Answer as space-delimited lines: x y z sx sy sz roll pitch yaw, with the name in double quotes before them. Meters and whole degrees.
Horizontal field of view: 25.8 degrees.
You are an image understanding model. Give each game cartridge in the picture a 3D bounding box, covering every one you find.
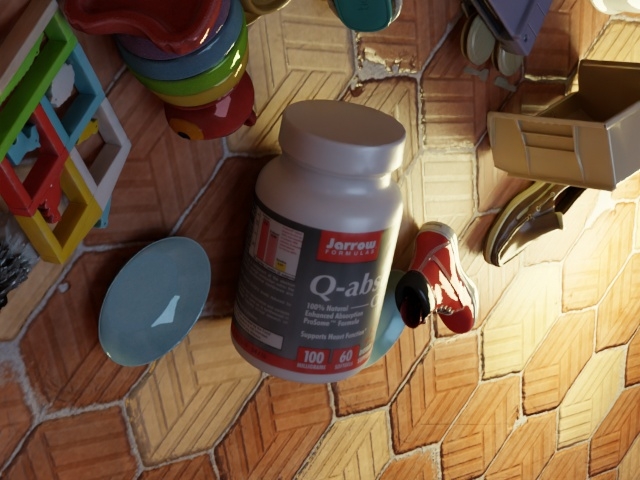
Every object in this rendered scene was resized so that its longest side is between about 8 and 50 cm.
"game cartridge" 0.281 -0.458 2.073 0.230 0.068 0.355 -62 146 -8

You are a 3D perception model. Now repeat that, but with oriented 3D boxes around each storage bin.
"storage bin" 0.457 -0.201 2.345 0.262 0.260 0.123 -31 119 -35

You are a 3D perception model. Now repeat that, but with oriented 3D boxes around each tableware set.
"tableware set" 0.269 -0.315 2.210 0.194 0.039 0.128 7 98 -57

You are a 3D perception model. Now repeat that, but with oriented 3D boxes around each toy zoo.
"toy zoo" -0.303 -0.108 1.603 0.293 0.030 0.192 69 38 -48

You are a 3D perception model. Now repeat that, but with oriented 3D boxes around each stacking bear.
"stacking bear" -0.157 -0.222 1.656 0.289 0.175 0.164 68 42 -59

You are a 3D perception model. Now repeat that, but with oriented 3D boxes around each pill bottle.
"pill bottle" 0.000 0.000 1.958 0.210 0.210 0.362 -17 127 -44

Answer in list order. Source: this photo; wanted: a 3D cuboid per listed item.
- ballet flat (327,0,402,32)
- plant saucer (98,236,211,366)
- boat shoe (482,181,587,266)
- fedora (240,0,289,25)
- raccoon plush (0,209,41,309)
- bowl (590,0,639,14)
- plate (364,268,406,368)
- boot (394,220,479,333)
"ballet flat" 0.045 -0.438 1.766 0.139 0.139 0.400 -44 151 -21
"plant saucer" -0.231 0.075 1.876 0.195 0.037 0.195 -31 137 -34
"boat shoe" 0.398 -0.047 2.514 0.257 0.095 0.095 -50 144 -13
"fedora" -0.073 -0.342 1.731 0.194 0.079 0.194 -31 136 -36
"raccoon plush" -0.409 0.174 1.498 0.446 0.299 0.216 -54 145 -8
"bowl" 0.593 -0.510 2.389 0.298 0.134 0.297 -30 135 -35
"plate" 0.086 0.128 2.320 0.188 0.024 0.188 -32 137 -35
"boot" 0.189 0.112 2.334 0.176 0.088 0.244 -64 145 -36
